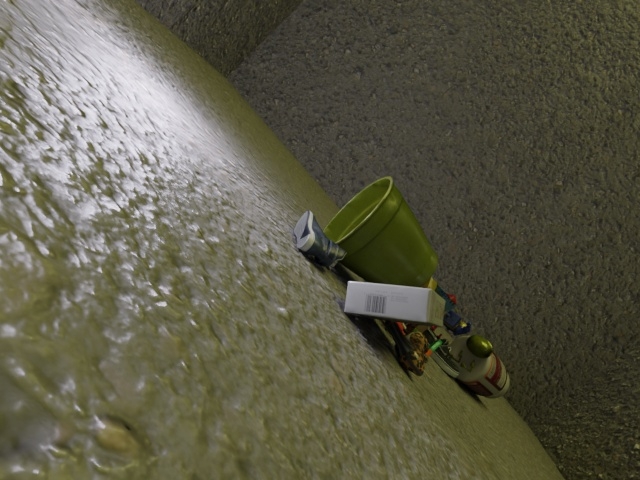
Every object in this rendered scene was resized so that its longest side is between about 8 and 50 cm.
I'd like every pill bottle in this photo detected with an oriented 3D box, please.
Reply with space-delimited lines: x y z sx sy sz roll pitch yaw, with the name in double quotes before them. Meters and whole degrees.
"pill bottle" 0.802 0.650 2.250 0.392 0.224 0.224 42 11 -41

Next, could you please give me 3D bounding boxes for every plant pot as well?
"plant pot" 0.237 0.018 1.662 0.353 0.366 0.366 45 9 -14

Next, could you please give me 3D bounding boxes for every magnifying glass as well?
"magnifying glass" 0.454 0.457 1.856 0.026 0.092 0.231 54 20 13

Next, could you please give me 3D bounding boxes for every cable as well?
"cable" 0.321 0.354 1.632 0.287 0.072 0.139 47 14 -12

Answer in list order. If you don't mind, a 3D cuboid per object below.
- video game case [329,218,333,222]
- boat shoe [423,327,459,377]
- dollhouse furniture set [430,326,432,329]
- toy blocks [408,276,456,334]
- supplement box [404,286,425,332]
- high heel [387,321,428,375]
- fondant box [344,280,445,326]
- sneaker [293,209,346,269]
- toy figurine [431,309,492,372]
"video game case" 0.149 0.006 2.400 0.210 0.041 0.232 44 10 -31
"boat shoe" 0.553 0.498 2.059 0.301 0.102 0.108 49 8 -1
"dollhouse furniture set" 0.589 0.327 2.433 0.287 0.198 0.303 56 -1 17
"toy blocks" 0.445 0.265 2.015 0.191 0.261 0.381 46 9 -19
"supplement box" 0.380 0.287 1.829 0.104 0.188 0.080 53 10 29
"high heel" 0.320 0.385 1.463 0.261 0.093 0.186 36 21 -44
"fondant box" 0.239 0.199 1.361 0.238 0.096 0.330 4 -10 23
"sneaker" -0.001 0.002 1.454 0.163 0.086 0.226 34 23 -22
"toy figurine" 0.611 0.415 2.095 0.362 0.191 0.217 41 -12 41
